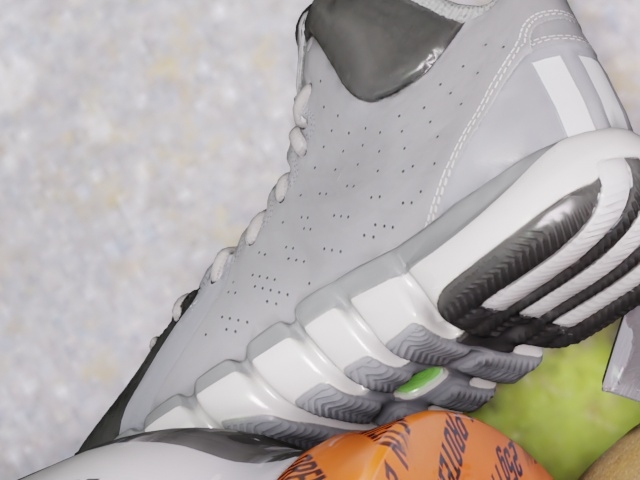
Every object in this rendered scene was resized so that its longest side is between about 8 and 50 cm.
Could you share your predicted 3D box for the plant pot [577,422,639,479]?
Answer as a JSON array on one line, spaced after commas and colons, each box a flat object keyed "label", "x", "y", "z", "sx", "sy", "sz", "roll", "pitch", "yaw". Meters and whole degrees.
[{"label": "plant pot", "x": 0.163, "y": 0.143, "z": 0.463, "sx": 0.236, "sy": 0.032, "sz": 0.236, "roll": 7, "pitch": 111, "yaw": 18}]

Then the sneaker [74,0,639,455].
[{"label": "sneaker", "x": 0.000, "y": 0.000, "z": 0.520, "sx": 0.229, "sy": 0.086, "sz": 0.132, "roll": -34, "pitch": 55, "yaw": 29}]

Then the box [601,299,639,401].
[{"label": "box", "x": 0.214, "y": -0.011, "z": 0.466, "sx": 0.231, "sy": 0.056, "sz": 0.183, "roll": 17, "pitch": 98, "yaw": 13}]

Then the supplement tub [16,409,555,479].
[{"label": "supplement tub", "x": -0.084, "y": 0.177, "z": 0.442, "sx": 0.338, "sy": 0.207, "sz": 0.207, "roll": -26, "pitch": 86, "yaw": 25}]
